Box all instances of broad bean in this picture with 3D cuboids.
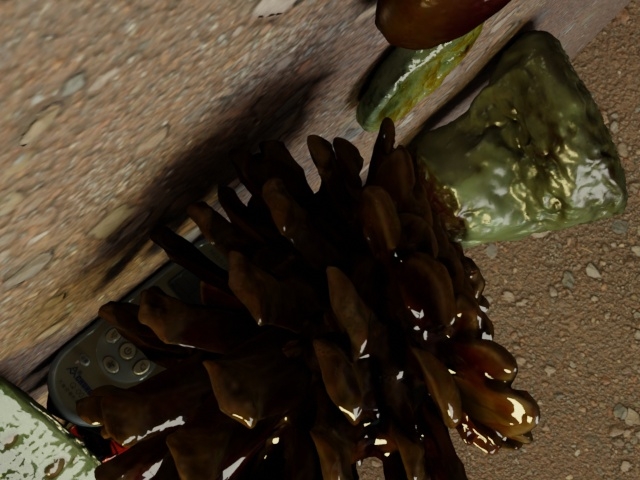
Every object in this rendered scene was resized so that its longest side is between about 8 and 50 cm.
[{"bbox_3d":[0.099,-0.194,0.724,0.114,0.084,0.165,-17,165,-38],"label":"broad bean"}]

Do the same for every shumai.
[{"bbox_3d":[0.309,-0.136,1.652,0.323,0.324,0.397,-27,166,10],"label":"shumai"}]

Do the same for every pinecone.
[{"bbox_3d":[-0.028,0.099,0.845,0.384,0.384,0.384,-42,174,-5],"label":"pinecone"}]

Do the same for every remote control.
[{"bbox_3d":[-0.162,0.088,0.988,0.244,0.087,0.047,-40,173,-21],"label":"remote control"}]

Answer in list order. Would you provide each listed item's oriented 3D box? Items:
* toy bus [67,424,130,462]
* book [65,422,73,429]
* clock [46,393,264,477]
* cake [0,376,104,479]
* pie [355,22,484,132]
[{"bbox_3d":[-0.301,0.284,1.367,0.089,0.081,0.195,-28,168,-25],"label":"toy bus"},{"bbox_3d":[-0.305,0.230,1.401,0.198,0.016,0.138,-44,174,18],"label":"book"},{"bbox_3d":[-0.114,0.166,1.086,0.273,0.279,0.049,-31,138,-69],"label":"clock"},{"bbox_3d":[-0.324,0.203,0.927,0.158,0.172,0.283,-48,143,-20],"label":"cake"},{"bbox_3d":[0.106,-0.184,1.027,0.187,0.041,0.187,-42,174,-6],"label":"pie"}]
